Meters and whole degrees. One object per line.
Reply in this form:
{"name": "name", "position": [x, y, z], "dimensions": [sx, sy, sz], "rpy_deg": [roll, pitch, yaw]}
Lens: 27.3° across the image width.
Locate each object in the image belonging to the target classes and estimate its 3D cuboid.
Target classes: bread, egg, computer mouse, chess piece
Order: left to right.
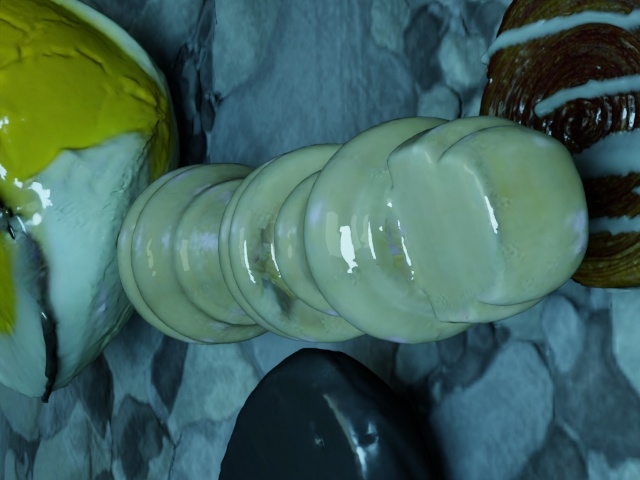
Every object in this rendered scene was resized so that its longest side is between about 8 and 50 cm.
{"name": "egg", "position": [-0.210, -0.061, 0.951], "dimensions": [0.337, 0.201, 0.337], "rpy_deg": [40, 145, 36]}
{"name": "chess piece", "position": [0.000, 0.000, 0.648], "dimensions": [0.397, 0.117, 0.117], "rpy_deg": [173, 97, -68]}
{"name": "computer mouse", "position": [0.004, 0.166, 0.741], "dimensions": [0.137, 0.086, 0.269], "rpy_deg": [52, 138, 35]}
{"name": "bread", "position": [0.140, -0.057, 0.563], "dimensions": [0.160, 0.073, 0.160], "rpy_deg": [-4, 85, 55]}
